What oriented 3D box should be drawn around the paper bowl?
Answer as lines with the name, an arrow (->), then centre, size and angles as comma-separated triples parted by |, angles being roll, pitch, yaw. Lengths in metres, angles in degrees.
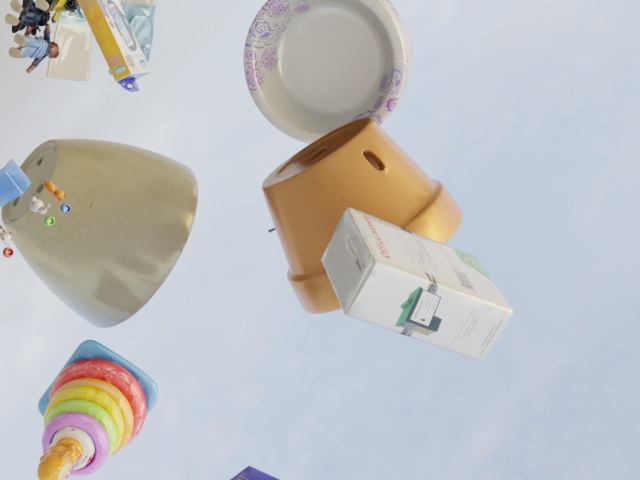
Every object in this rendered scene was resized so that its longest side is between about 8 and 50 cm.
paper bowl -> 0.020, -0.314, 1.955 | 0.284, 0.284, 0.148 | -29, -175, 19

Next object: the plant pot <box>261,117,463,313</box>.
plant pot -> 0.044, -0.051, 1.731 | 0.290, 0.203, 0.291 | -31, -166, 8

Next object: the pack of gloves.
pack of gloves -> -0.370, -0.385, 1.906 | 0.046, 0.195, 0.232 | 25, -70, 46

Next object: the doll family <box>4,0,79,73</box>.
doll family -> -0.428, -0.355, 1.764 | 0.193, 0.076, 0.111 | -51, 175, 15

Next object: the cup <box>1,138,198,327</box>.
cup -> -0.408, -0.045, 1.958 | 0.331, 0.237, 0.331 | -32, -138, 34

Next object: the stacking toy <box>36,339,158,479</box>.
stacking toy -> -0.374, 0.300, 1.755 | 0.175, 0.165, 0.302 | -52, -174, 15

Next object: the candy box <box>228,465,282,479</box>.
candy box -> -0.061, 0.425, 1.322 | 0.317, 0.122, 0.268 | 13, -146, 44

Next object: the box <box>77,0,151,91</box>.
box -> -0.259, -0.256, 1.437 | 0.028, 0.136, 0.081 | -25, -175, 13

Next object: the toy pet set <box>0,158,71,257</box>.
toy pet set -> -0.407, -0.054, 1.555 | 0.122, 0.114, 0.065 | -44, -158, -30

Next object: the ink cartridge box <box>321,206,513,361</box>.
ink cartridge box -> 0.125, 0.058, 1.513 | 0.093, 0.219, 0.160 | -62, -158, 19

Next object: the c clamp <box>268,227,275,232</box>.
c clamp -> 0.000, 0.000, 2.212 | 0.137, 0.161, 0.022 | -27, -148, 31
